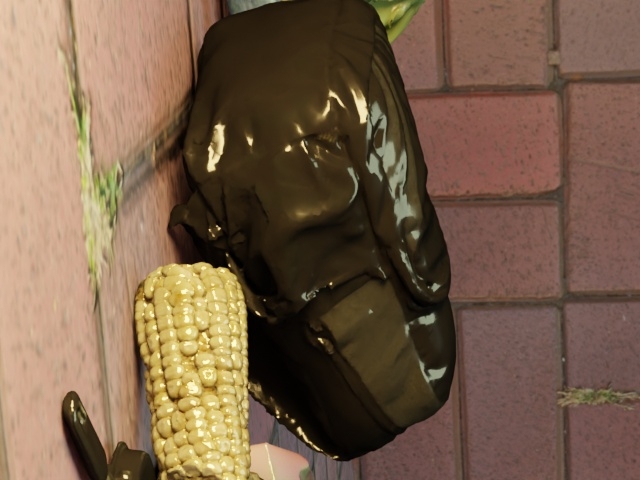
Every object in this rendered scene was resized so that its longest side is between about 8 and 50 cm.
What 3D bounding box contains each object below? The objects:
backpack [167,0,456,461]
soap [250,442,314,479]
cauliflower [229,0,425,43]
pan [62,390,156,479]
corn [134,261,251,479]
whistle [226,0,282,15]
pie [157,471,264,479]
[{"bbox_3d":[0.000,0.000,1.505,0.363,0.254,0.446,-86,158,-61],"label":"backpack"},{"bbox_3d":[-0.055,0.247,1.515,0.149,0.100,0.056,72,8,-64],"label":"soap"},{"bbox_3d":[0.019,-0.291,1.825,0.260,0.281,0.327,41,-25,23],"label":"cauliflower"},{"bbox_3d":[-0.135,0.176,1.041,0.235,0.028,0.136,82,6,-49],"label":"pan"},{"bbox_3d":[-0.096,0.114,1.161,0.087,0.087,0.211,80,5,-60],"label":"corn"},{"bbox_3d":[-0.063,-0.228,1.640,0.062,0.062,0.304,-79,155,-71],"label":"whistle"},{"bbox_3d":[-0.032,0.309,1.286,0.338,0.075,0.337,62,1,-1],"label":"pie"}]
